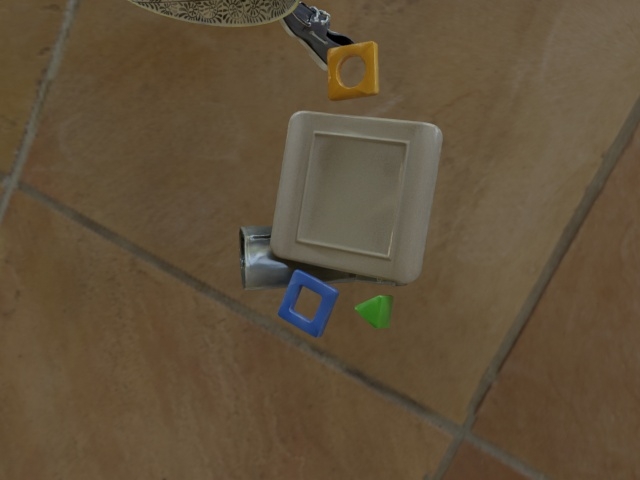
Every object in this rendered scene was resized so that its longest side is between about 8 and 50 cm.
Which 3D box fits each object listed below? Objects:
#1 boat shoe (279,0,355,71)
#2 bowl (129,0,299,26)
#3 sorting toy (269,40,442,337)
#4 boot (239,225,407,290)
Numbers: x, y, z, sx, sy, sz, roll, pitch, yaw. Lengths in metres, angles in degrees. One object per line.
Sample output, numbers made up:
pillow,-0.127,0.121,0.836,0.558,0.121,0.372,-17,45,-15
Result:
boat shoe,-0.011,-0.337,1.510,0.065,0.206,0.075,-21,57,21
bowl,-0.096,-0.246,0.811,0.170,0.170,0.080,3,78,18
sorting toy,0.044,-0.055,1.151,0.196,0.047,0.347,11,93,30
boot,0.000,-0.002,1.267,0.209,0.189,0.076,-4,125,-1
